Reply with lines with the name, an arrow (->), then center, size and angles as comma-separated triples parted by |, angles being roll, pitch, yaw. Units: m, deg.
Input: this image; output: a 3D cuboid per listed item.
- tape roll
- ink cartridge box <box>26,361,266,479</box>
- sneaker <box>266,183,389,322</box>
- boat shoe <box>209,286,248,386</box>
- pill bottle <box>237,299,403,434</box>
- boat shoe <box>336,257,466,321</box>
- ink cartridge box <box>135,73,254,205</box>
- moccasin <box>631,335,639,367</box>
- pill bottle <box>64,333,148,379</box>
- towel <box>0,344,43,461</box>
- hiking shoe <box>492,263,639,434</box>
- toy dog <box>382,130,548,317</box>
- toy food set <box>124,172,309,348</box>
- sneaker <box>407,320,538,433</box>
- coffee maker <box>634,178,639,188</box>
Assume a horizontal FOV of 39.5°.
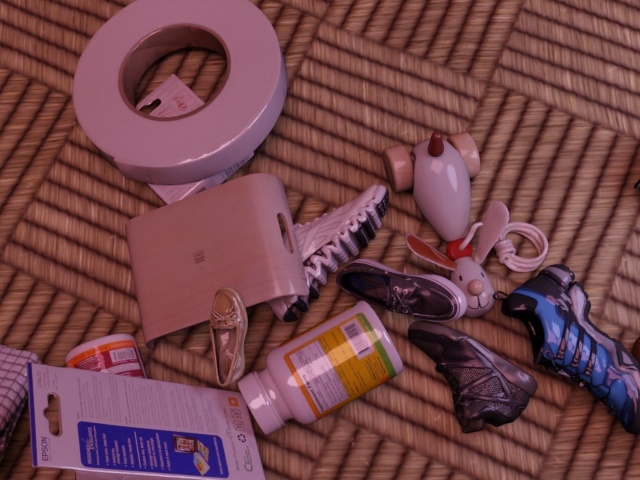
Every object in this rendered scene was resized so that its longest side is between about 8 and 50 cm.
tape roll -> -0.254, -0.285, 1.602 | 0.392, 0.072, 0.391 | -4, 65, 8
ink cartridge box -> -0.262, 0.290, 1.326 | 0.069, 0.371, 0.175 | -49, 41, 29
sneaker -> 0.000, 0.000, 1.524 | 0.118, 0.110, 0.292 | 40, 79, 22
boat shoe -> -0.148, 0.150, 1.397 | 0.056, 0.048, 0.152 | 3, 97, 14
pill bottle -> -0.003, 0.211, 1.440 | 0.246, 0.136, 0.136 | -29, 74, -5
boat shoe -> 0.125, 0.085, 1.457 | 0.229, 0.076, 0.080 | 22, 117, 32
ink cartridge box -> -0.260, -0.174, 1.622 | 0.181, 0.056, 0.225 | -42, 63, -9
moccasin -> 0.602, 0.305, 1.370 | 0.139, 0.147, 0.379 | -10, 73, 0
pill bottle -> -0.329, 0.273, 1.449 | 0.121, 0.121, 0.221 | -21, 73, -3
towel -> -0.616, 0.263, 1.431 | 0.284, 0.121, 0.235 | 10, 40, 3
hiking shoe -> 0.409, 0.191, 1.433 | 0.132, 0.113, 0.304 | -26, 67, -12
toy dog -> 0.225, -0.054, 1.491 | 0.220, 0.161, 0.333 | -36, 75, -7
toy food set -> -0.183, 0.036, 1.504 | 0.306, 0.092, 0.219 | -20, 70, 15
sneaker -> 0.226, 0.226, 1.447 | 0.228, 0.087, 0.130 | 33, 72, 6
coffee maker -> 0.654, -0.102, 1.502 | 0.178, 0.120, 0.171 | 40, 79, 13
